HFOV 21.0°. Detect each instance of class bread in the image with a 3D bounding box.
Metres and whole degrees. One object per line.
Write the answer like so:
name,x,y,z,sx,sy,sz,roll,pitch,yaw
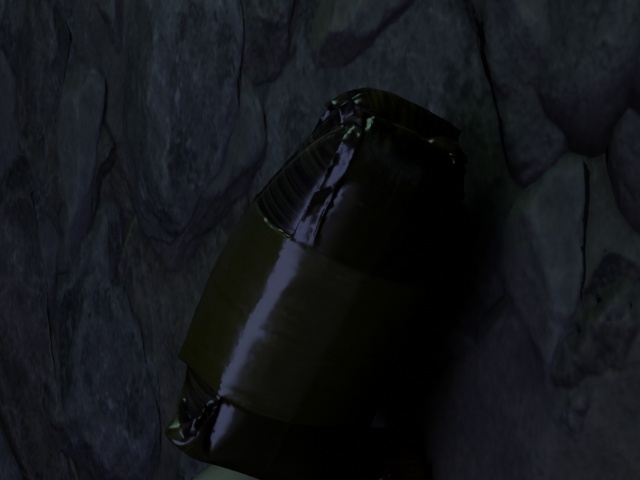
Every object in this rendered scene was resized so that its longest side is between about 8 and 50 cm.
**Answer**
bread,0.038,0.180,1.280,0.085,0.053,0.085,3,93,61

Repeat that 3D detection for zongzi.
zongzi,0.000,0.000,1.292,0.289,0.154,0.317,-62,14,18

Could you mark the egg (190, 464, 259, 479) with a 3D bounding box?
egg,-0.077,0.295,1.341,0.264,0.174,0.286,-122,35,-53
